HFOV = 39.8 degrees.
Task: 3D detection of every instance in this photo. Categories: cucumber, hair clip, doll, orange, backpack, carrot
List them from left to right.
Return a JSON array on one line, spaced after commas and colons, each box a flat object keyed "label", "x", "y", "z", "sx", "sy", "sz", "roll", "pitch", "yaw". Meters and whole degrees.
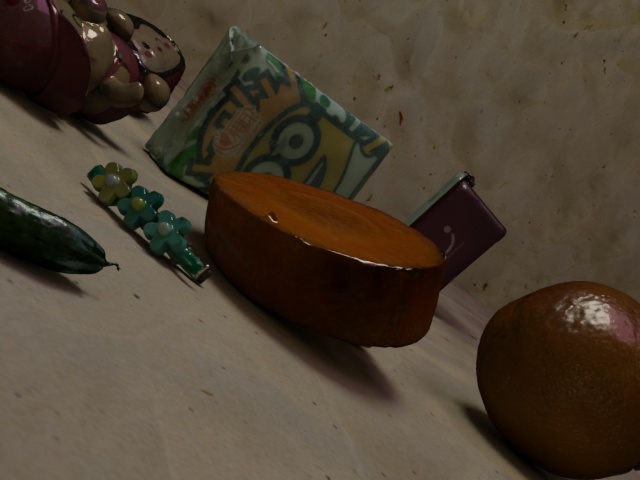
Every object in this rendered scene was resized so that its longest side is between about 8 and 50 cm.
[{"label": "cucumber", "x": -0.201, "y": -0.011, "z": 0.571, "sx": 0.168, "sy": 0.039, "sz": 0.039, "roll": 31, "pitch": 8, "yaw": -29}, {"label": "doll", "x": -0.308, "y": -0.234, "z": 1.087, "sx": 0.196, "sy": 0.152, "sz": 0.256, "roll": 26, "pitch": 5, "yaw": 25}, {"label": "backpack", "x": -0.358, "y": -0.324, "z": 1.559, "sx": 0.229, "sy": 0.139, "sz": 0.229, "roll": 32, "pitch": 26, "yaw": -18}, {"label": "hair clip", "x": -0.162, "y": -0.025, "z": 0.835, "sx": 0.173, "sy": 0.049, "sz": 0.049, "roll": 41, "pitch": 7, "yaw": 19}, {"label": "carrot", "x": 0.000, "y": 0.000, "z": 0.983, "sx": 0.258, "sy": 0.100, "sz": 0.307, "roll": 4, "pitch": 26, "yaw": -42}, {"label": "orange", "x": 0.333, "y": 0.180, "z": 1.139, "sx": 0.264, "sy": 0.264, "sz": 0.264, "roll": 37, "pitch": 6, "yaw": -5}]

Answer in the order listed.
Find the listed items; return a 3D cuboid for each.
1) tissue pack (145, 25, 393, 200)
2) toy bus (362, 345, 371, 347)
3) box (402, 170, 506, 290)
[{"label": "tissue pack", "x": -0.074, "y": -0.142, "z": 1.344, "sx": 0.311, "sy": 0.228, "sz": 0.128, "roll": 30, "pitch": 10, "yaw": -41}, {"label": "toy bus", "x": 0.029, "y": 0.063, "z": 1.108, "sx": 0.070, "sy": 0.074, "sz": 0.162, "roll": 25, "pitch": 14, "yaw": -31}, {"label": "box", "x": 0.261, "y": 0.002, "z": 1.929, "sx": 0.167, "sy": 0.294, "sz": 0.193, "roll": 49, "pitch": 8, "yaw": 5}]
